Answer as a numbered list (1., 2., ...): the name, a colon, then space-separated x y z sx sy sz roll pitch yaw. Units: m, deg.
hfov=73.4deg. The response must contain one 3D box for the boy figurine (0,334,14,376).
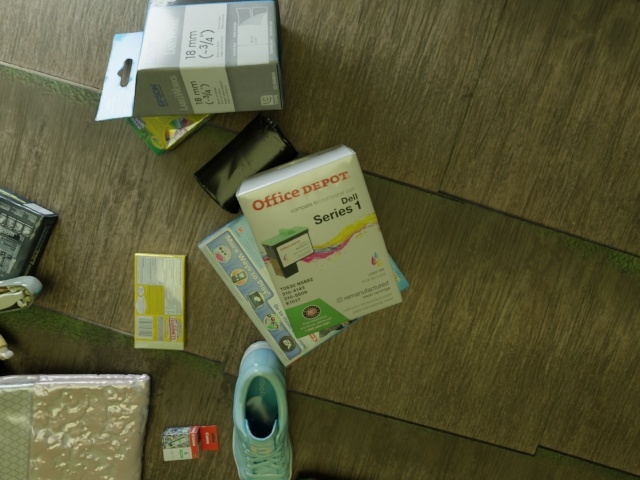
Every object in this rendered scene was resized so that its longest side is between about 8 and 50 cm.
1. boy figurine: -0.731 0.240 0.890 0.178 0.092 0.284 -14 100 3

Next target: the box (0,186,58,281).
1. box: -0.689 -0.022 0.873 0.233 0.059 0.183 26 95 -5

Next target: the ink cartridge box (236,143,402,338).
1. ink cartridge box: 0.000 0.000 0.747 0.202 0.117 0.278 -20 109 1

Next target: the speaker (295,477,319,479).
1. speaker: 0.079 0.608 0.930 0.297 0.131 0.131 14 96 -3

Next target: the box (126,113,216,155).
1. box: -0.288 -0.260 0.862 0.179 0.043 0.105 -38 96 1

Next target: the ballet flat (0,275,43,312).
1. ballet flat: -0.655 0.118 0.819 0.214 0.068 0.072 -14 113 -16

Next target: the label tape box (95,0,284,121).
1. label tape box: -0.238 -0.345 0.766 0.334 0.105 0.240 -4 62 -1

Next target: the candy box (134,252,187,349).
1. candy box: -0.339 0.130 0.914 0.105 0.027 0.205 3 97 -4

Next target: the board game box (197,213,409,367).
1. board game box: -0.032 0.045 0.880 0.302 0.086 0.308 -34 96 3

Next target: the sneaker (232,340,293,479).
1. sneaker: -0.128 0.405 0.889 0.136 0.150 0.365 -5 97 0

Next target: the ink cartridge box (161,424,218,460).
1. ink cartridge box: -0.288 0.448 0.951 0.115 0.029 0.062 -4 96 0

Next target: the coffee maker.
1. coffee maker: -0.146 -0.149 0.813 0.178 0.171 0.120 -44 69 2

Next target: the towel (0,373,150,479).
1. towel: -0.536 0.439 0.896 0.317 0.053 0.331 7 99 -19
